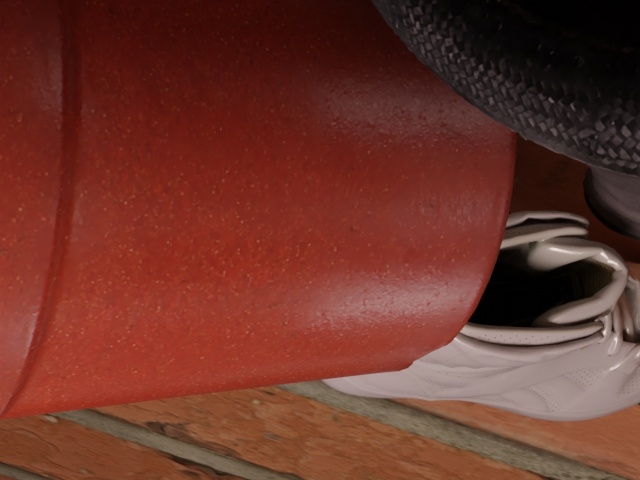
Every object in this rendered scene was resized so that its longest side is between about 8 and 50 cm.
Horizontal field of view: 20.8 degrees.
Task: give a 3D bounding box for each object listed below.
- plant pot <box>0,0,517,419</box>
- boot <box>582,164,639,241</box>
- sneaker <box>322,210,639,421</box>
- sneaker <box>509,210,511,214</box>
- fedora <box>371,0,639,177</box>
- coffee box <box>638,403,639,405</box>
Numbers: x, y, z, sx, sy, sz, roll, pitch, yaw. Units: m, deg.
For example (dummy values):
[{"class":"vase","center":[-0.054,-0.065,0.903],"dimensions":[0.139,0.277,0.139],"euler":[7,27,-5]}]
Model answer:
[{"class":"plant pot","center":[-0.080,-0.042,0.724],"dimensions":[0.265,0.272,0.272],"euler":[1,162,-26]},{"class":"boot","center":[0.145,-0.065,0.933],"dimensions":[0.338,0.118,0.222],"euler":[18,164,15]},{"class":"sneaker","center":[0.155,0.048,1.051],"dimensions":[0.293,0.108,0.169],"euler":[-1,167,-29]},{"class":"sneaker","center":[0.000,0.000,1.148],"dimensions":[0.281,0.105,0.115],"euler":[-5,147,38]},{"class":"fedora","center":[0.168,-0.167,0.602],"dimensions":[0.334,0.334,0.152],"euler":[0,180,32]},{"class":"coffee box","center":[0.310,0.119,1.267],"dimensions":[0.184,0.040,0.113],"euler":[31,152,-25]}]
